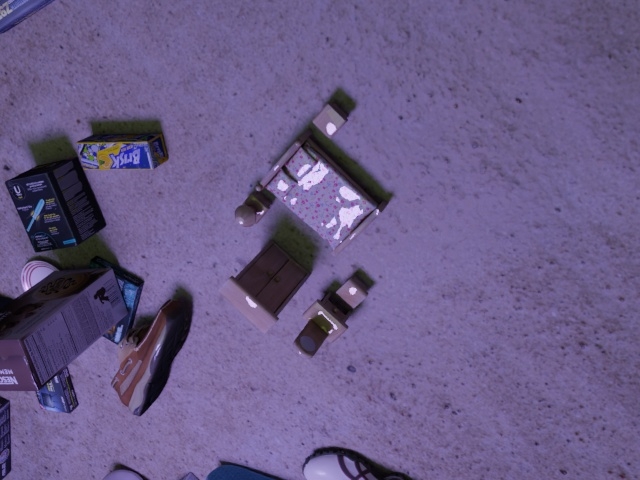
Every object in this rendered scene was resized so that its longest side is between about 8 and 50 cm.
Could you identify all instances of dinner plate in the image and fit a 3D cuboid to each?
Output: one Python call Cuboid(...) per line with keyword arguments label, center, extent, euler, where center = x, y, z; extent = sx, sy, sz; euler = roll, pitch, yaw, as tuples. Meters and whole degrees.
Cuboid(label="dinner plate", center=(-0.620, 0.106, 1.825), extent=(0.141, 0.017, 0.141), euler=(11, 120, 19))

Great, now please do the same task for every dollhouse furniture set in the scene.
Cuboid(label="dollhouse furniture set", center=(0.000, 0.000, 1.396), extent=(0.303, 0.174, 0.355), euler=(42, 125, -2))

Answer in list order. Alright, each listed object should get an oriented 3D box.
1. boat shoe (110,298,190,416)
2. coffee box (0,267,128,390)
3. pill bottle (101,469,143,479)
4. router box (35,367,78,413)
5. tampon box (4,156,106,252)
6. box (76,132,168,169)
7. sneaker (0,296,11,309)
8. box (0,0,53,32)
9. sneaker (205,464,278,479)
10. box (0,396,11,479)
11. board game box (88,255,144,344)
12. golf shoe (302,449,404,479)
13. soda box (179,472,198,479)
Cuboid(label="boat shoe", center=(-0.384, 0.248, 1.733), extent=(0.120, 0.122, 0.324), euler=(34, 124, 9))
Cuboid(label="coffee box", center=(-0.556, 0.175, 1.629), extent=(0.168, 0.297, 0.119), euler=(-4, 113, 26))
Cuboid(label="pill bottle", center=(-0.513, 0.688, 2.019), extent=(0.117, 0.117, 0.215), euler=(26, 123, 10))
Cuboid(label="router box", center=(-0.652, 0.360, 1.958), extent=(0.092, 0.038, 0.123), euler=(3, 116, 22))
Cuboid(label="tampon box", center=(-0.542, -0.074, 1.645), extent=(0.120, 0.101, 0.161), euler=(-7, 111, 27))
Cuboid(label="box", center=(-0.383, -0.172, 1.551), extent=(0.168, 0.054, 0.059), euler=(2, 116, 24))
Cuboid(label="sneaker", center=(-0.778, 0.168, 1.909), extent=(0.144, 0.053, 0.059), euler=(9, 119, 29))
Cuboid(label="box", center=(-0.575, -0.502, 1.462), extent=(0.232, 0.059, 0.183), euler=(-20, 106, 30))
Cuboid(label="sneaker", center=(-0.117, 0.653, 1.822), extent=(0.318, 0.127, 0.208), euler=(17, 120, 27))
Cuboid(label="box", center=(-0.938, 0.504, 2.149), extent=(0.216, 0.060, 0.270), euler=(22, 123, 13))
Cuboid(label="board game box", center=(-0.464, 0.137, 1.765), extent=(0.126, 0.026, 0.186), euler=(28, 123, 8))
Cuboid(label="golf shoe", center=(0.077, 0.526, 1.670), extent=(0.272, 0.120, 0.105), euler=(15, 122, 18))
Cuboid(label="soda box", center=(-0.273, 0.668, 1.930), extent=(0.216, 0.069, 0.074), euler=(47, 125, -3))
